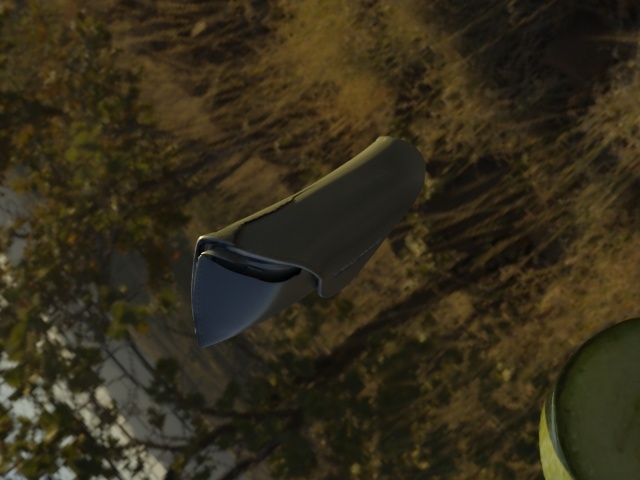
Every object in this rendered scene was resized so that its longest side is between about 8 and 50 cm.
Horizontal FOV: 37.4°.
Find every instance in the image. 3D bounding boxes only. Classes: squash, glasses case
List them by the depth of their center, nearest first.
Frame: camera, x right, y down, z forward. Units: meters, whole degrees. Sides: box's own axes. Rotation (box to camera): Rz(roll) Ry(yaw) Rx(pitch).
[{"bbox_3d":[0.306,0.171,0.752,0.252,0.252,0.048,41,148,25],"label":"squash"},{"bbox_3d":[-0.001,0.002,0.871,0.083,0.308,0.128,34,127,17],"label":"glasses case"}]
